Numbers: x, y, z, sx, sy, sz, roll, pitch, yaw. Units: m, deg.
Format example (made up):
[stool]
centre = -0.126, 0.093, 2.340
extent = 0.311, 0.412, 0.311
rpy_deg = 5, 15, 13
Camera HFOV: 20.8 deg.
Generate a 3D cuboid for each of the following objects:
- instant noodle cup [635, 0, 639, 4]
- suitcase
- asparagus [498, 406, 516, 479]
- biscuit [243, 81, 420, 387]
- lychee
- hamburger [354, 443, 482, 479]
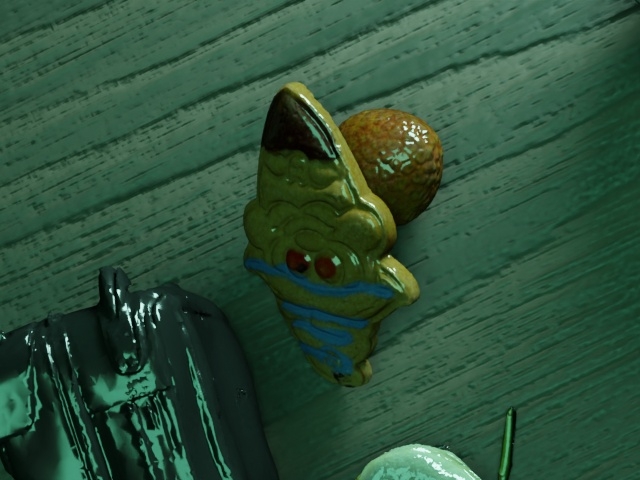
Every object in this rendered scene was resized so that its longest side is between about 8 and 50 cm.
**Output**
[instant noodle cup]
centre = 0.387, -0.308, 1.437
extent = 0.284, 0.284, 0.312
rpy_deg = 33, 99, 7
[suitcase]
centre = -0.136, 0.202, 1.420
extent = 0.188, 0.345, 0.339
rpy_deg = -19, 84, 2
[asparagus]
centre = 0.159, 0.230, 1.553
extent = 0.016, 0.013, 0.166
rpy_deg = 9, 89, 5
[biscuit]
centre = 0.000, 0.000, 1.518
extent = 0.183, 0.043, 0.280
rpy_deg = 3, 114, 36
[lychee]
centre = 0.049, -0.068, 1.540
extent = 0.114, 0.140, 0.101
rpy_deg = 36, 77, -26
[hamburger]
centre = 0.087, 0.246, 1.534
extent = 0.140, 0.062, 0.133
rpy_deg = 30, 94, 10
